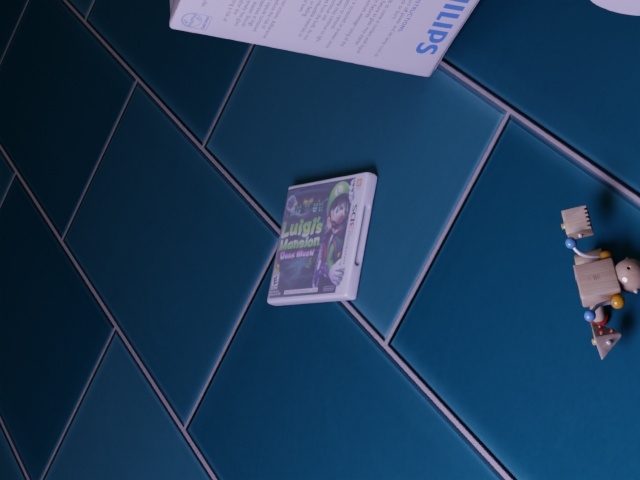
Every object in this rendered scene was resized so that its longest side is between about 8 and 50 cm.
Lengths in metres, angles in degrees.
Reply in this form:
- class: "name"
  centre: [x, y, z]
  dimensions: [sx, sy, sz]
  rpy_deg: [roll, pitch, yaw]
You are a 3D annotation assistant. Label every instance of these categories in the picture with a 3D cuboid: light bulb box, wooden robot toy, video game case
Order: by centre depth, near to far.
- class: "wooden robot toy"
  centre: [0.308, 0.039, 1.633]
  dimensions: [0.079, 0.076, 0.173]
  rpy_deg: [-16, 54, 11]
- class: "light bulb box"
  centre: [0.003, -0.436, 1.989]
  dimensions: [0.225, 0.361, 0.358]
  rpy_deg: [124, 147, -50]
- class: "video game case"
  centre: [0.000, 0.000, 2.125]
  dimensions: [0.190, 0.022, 0.173]
  rpy_deg: [-8, 68, 55]

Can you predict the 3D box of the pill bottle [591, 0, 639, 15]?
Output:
- class: "pill bottle"
  centre: [0.355, -0.381, 1.674]
  dimensions: [0.146, 0.146, 0.264]
  rpy_deg: [-1, 74, 56]
